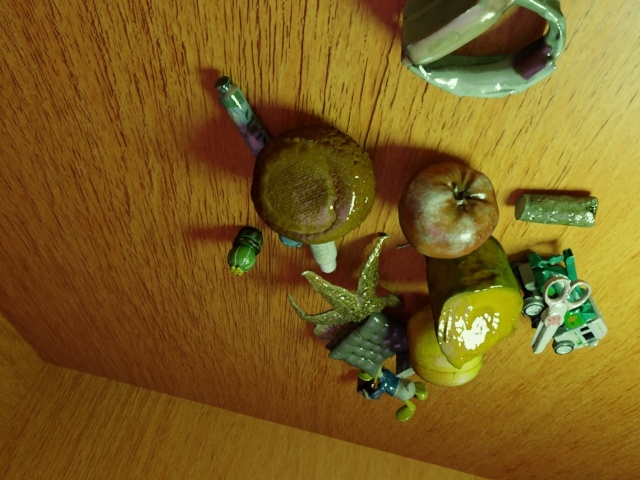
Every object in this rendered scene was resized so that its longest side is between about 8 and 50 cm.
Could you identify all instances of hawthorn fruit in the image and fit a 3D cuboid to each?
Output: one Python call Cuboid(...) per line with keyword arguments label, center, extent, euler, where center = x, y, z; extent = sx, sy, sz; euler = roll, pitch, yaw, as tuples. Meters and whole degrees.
Cuboid(label="hawthorn fruit", center=(0.307, -0.070, 1.162), extent=(0.234, 0.232, 0.263), euler=(13, -179, 16))

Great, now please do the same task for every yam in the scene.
Cuboid(label="yam", center=(0.569, -0.075, 1.165), extent=(0.179, 0.078, 0.078), euler=(7, 142, 17))

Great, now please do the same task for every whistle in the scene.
Cuboid(label="whistle", center=(-0.094, -0.035, 1.440), extent=(0.090, 0.090, 0.158), euler=(-7, 137, 27))

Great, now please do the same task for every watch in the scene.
Cuboid(label="watch", center=(0.296, -0.363, 0.865), extent=(0.253, 0.162, 0.241), euler=(-19, 143, 40))

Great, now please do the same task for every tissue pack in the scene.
Cuboid(label="tissue pack", center=(0.326, 0.427, 1.814), extent=(0.051, 0.157, 0.112), euler=(18, 143, -15))

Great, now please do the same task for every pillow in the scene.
Cuboid(label="pillow", center=(0.194, 0.379, 1.795), extent=(0.227, 0.101, 0.326), euler=(25, 131, -19))

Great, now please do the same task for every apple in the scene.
Cuboid(label="apple", center=(0.404, 0.341, 1.579), extent=(0.232, 0.286, 0.286), euler=(-6, 138, 11))

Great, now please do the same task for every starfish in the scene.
Cuboid(label="starfish", center=(0.095, 0.161, 1.520), extent=(0.397, 0.132, 0.384), euler=(-12, 132, -5))

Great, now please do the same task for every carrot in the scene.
Cuboid(label="carrot", center=(0.416, 0.146, 1.320), extent=(0.241, 0.341, 0.242), euler=(-1, 141, -1))

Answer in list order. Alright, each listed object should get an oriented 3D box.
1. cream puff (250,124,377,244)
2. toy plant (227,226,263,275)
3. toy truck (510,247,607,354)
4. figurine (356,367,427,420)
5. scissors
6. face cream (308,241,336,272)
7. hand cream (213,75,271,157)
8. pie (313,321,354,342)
Cuboid(label="cream puff", center=(-0.008, -0.136, 1.182), extent=(0.302, 0.212, 0.304), euler=(5, 104, 19))
Cuboid(label="toy plant", center=(-0.241, 0.037, 1.526), extent=(0.092, 0.163, 0.093), euler=(9, 141, 7))
Cuboid(label="toy truck", center=(0.675, 0.172, 1.364), extent=(0.177, 0.177, 0.363), euler=(-26, 126, 26))
Cuboid(label="figurine", center=(0.268, 0.586, 2.072), extent=(0.283, 0.205, 0.339), euler=(-6, 125, 37))
Cuboid(label="scissors", center=(0.612, 0.201, 1.270), extent=(0.118, 0.031, 0.242), euler=(10, 119, -6))
Cuboid(label="face cream", center=(0.000, 0.000, 1.460), extent=(0.081, 0.082, 0.269), euler=(3, 142, 16))
Cuboid(label="hand cream", center=(-0.178, -0.292, 1.192), extent=(0.088, 0.055, 0.256), euler=(0, 147, 26))
Cuboid(label="pie", center=(0.081, 0.360, 1.906), extent=(0.217, 0.052, 0.185), euler=(16, 143, 2))
